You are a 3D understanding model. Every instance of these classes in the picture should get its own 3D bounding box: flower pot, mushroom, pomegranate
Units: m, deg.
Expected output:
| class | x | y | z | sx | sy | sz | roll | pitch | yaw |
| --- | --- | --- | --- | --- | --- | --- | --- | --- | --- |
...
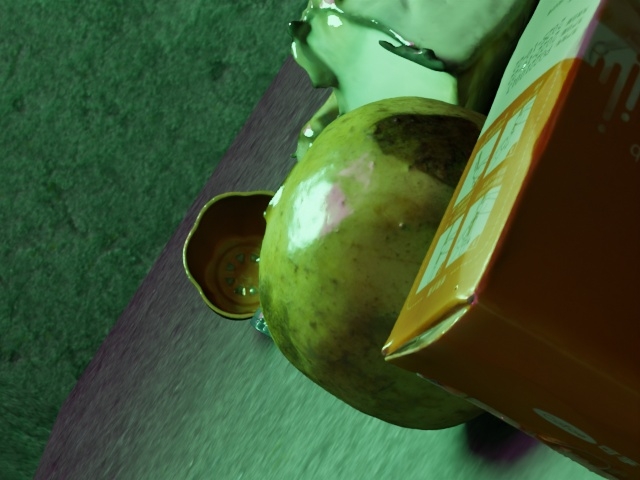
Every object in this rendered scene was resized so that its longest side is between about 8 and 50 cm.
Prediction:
| class | x | y | z | sx | sy | sz | roll | pitch | yaw |
| --- | --- | --- | --- | --- | --- | --- | --- | --- | --- |
| flower pot | -0.106 | 0.034 | 2.377 | 0.191 | 0.190 | 0.173 | -63 | 1 | -13 |
| mushroom | 0.149 | -0.238 | 1.931 | 0.397 | 0.224 | 0.314 | -52 | -25 | -35 |
| pomegranate | 0.076 | 0.015 | 1.371 | 0.281 | 0.281 | 0.281 | -57 | 11 | 18 |

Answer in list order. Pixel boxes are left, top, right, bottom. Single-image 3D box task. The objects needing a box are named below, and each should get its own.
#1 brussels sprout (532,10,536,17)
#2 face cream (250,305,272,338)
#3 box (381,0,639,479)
| class | x | y | z | sx | sy | sz | roll | pitch | yaw |
| --- | --- | --- | --- | --- | --- | --- | --- | --- | --- |
| brussels sprout | 0.266 | -0.268 | 1.809 | 0.051 | 0.046 | 0.083 | -122 | 52 | -72 |
| face cream | 0.000 | 0.000 | 2.232 | 0.291 | 0.071 | 0.144 | -60 | 11 | 6 |
| box | 0.209 | -0.031 | 0.965 | 0.341 | 0.225 | 0.143 | -65 | 9 | -25 |
